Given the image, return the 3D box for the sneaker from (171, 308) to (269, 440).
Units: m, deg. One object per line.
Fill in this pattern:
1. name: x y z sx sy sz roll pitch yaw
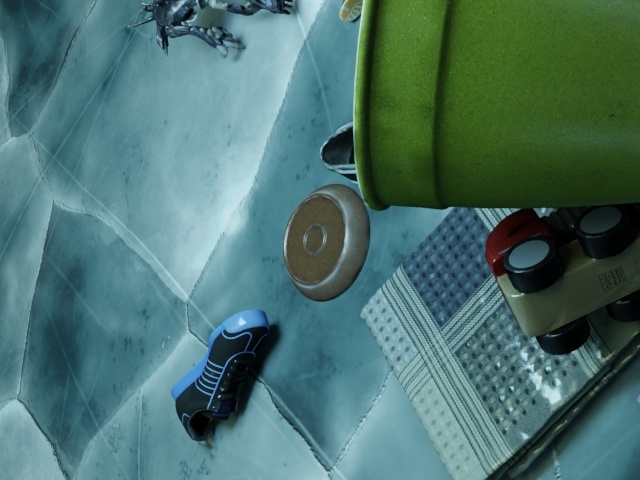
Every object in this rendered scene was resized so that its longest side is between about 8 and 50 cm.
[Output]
1. sneaker: -0.135 0.198 1.784 0.232 0.081 0.090 -52 49 35

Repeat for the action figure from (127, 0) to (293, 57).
1. action figure: -0.165 -0.370 1.924 0.276 0.141 0.164 -7 76 31

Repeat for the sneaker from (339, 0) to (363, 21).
1. sneaker: 0.050 -0.353 1.764 0.083 0.032 0.037 -62 29 9

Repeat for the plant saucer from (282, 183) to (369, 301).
1. plant saucer: 0.000 0.000 1.721 0.168 0.029 0.168 -17 66 45

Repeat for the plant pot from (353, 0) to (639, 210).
1. plant pot: 0.248 -0.183 1.159 0.353 0.366 0.366 9 86 14

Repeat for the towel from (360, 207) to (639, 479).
1. towel: 0.209 0.100 1.456 0.312 0.056 0.324 -49 46 24

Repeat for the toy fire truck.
1. toy fire truck: 0.271 -0.033 1.324 0.217 0.158 0.246 -27 29 4

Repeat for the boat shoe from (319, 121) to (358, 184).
1. boat shoe: 0.124 -0.139 1.562 0.306 0.105 0.113 -9 74 47

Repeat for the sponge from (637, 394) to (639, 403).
1. sponge: 0.418 0.125 1.221 0.210 0.031 0.117 -56 45 21
